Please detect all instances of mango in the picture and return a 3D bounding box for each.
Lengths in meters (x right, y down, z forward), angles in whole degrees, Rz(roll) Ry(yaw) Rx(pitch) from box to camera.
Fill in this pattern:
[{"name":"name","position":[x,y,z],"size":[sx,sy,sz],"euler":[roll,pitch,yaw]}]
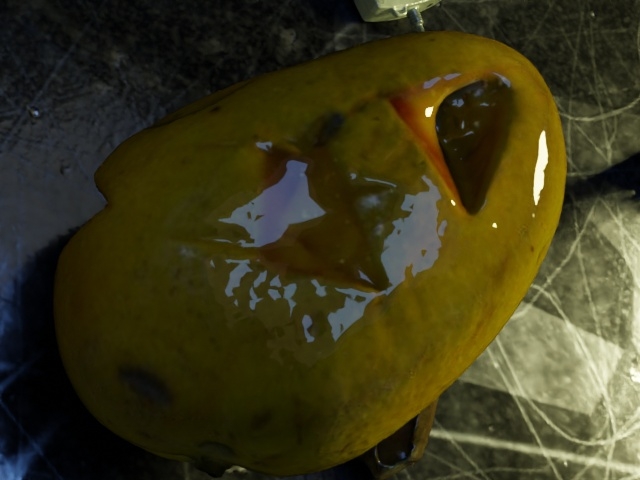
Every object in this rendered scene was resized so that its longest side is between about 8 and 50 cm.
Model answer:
[{"name":"mango","position":[0.000,0.000,1.019],"size":[0.365,0.182,0.253],"euler":[-36,78,-14]}]

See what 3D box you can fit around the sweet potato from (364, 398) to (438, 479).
[{"name":"sweet potato","position":[0.038,0.025,1.137],"size":[0.112,0.085,0.286],"euler":[-10,83,3]}]

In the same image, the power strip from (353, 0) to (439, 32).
[{"name":"power strip","position":[0.034,-0.261,1.278],"size":[0.080,0.029,0.227],"euler":[-18,77,-34]}]
